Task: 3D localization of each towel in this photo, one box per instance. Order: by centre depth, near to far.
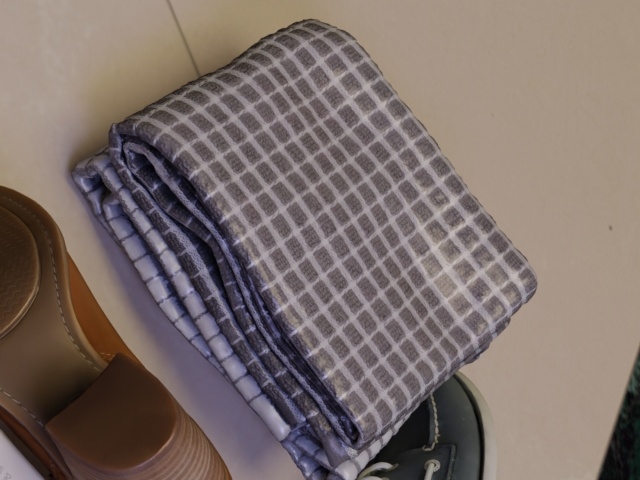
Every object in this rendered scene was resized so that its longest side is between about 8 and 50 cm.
[{"bbox_3d":[0.000,0.000,1.167,0.284,0.121,0.235,53,43,-1],"label":"towel"}]

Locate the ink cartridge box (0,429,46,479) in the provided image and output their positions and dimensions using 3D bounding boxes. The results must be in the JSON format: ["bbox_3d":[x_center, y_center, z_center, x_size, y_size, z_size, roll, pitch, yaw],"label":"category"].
[{"bbox_3d":[-0.170,0.284,0.928,0.353,0.119,0.207,53,46,-21],"label":"ink cartridge box"}]

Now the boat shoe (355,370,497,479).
[{"bbox_3d":[0.056,0.193,1.178,0.099,0.116,0.319,22,37,-15],"label":"boat shoe"}]

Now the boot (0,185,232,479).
[{"bbox_3d":[-0.140,0.103,1.013,0.109,0.283,0.220,-43,146,-18],"label":"boot"}]
